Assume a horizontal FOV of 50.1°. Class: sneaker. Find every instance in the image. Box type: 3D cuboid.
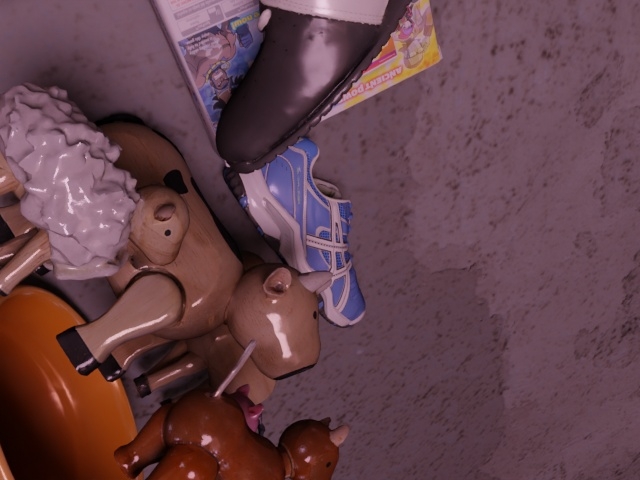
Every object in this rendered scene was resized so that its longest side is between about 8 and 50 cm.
[{"bbox_3d":[0.000,0.000,0.610,0.081,0.080,0.211,-35,130,-3],"label":"sneaker"},{"bbox_3d":[0.002,-0.202,0.424,0.146,0.122,0.330,30,101,-19],"label":"sneaker"}]

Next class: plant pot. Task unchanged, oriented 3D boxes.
[{"bbox_3d":[-0.263,0.161,0.499,0.188,0.205,0.205,-23,128,3],"label":"plant pot"}]

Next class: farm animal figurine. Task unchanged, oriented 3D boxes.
[{"bbox_3d":[-0.088,0.046,0.505,0.172,0.330,0.327,-35,97,-11],"label":"farm animal figurine"}]

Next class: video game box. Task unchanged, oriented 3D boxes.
[{"bbox_3d":[-0.018,-0.181,0.512,0.205,0.048,0.187,-28,125,-12],"label":"video game box"}]
